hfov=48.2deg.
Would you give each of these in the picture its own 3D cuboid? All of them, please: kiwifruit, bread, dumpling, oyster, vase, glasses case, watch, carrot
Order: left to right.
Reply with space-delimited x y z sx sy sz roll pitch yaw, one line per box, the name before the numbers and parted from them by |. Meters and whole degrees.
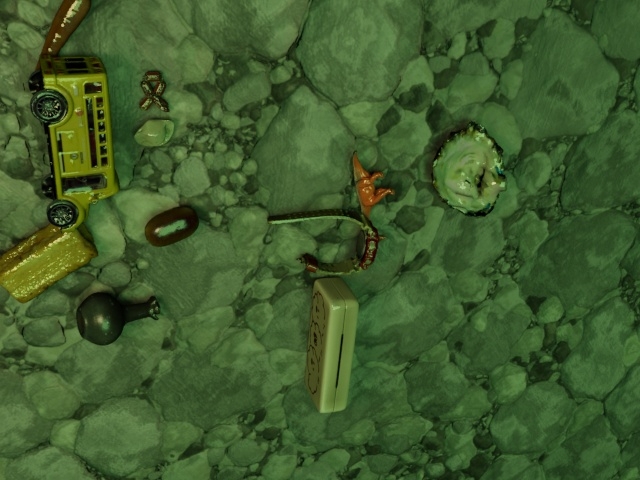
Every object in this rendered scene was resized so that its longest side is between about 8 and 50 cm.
bread | -0.583 0.037 1.517 0.210 0.083 0.114 -32 127 -3
carrot | -0.500 -0.385 1.362 0.048 0.048 0.216 27 108 -29
vase | -0.454 0.170 1.623 0.182 0.120 0.120 -9 119 -32
dumpling | -0.348 -0.226 1.501 0.052 0.057 0.076 35 71 5
kiwifruit | -0.330 -0.031 1.584 0.124 0.075 0.075 -28 122 -11
watch | 0.007 0.005 1.722 0.268 0.102 0.165 -3 119 -8
glasses case | 0.025 0.269 1.826 0.076 0.144 0.337 -4 116 -20
oyster | 0.377 -0.164 1.774 0.198 0.092 0.259 -43 113 4

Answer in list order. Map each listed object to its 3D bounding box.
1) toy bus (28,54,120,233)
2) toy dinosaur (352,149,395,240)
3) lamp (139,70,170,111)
toy bus | -0.477 -0.183 1.397 0.151 0.145 0.331 -9 124 -22
toy dinosaur | 0.128 -0.108 1.724 0.101 0.055 0.280 -15 122 19
lamp | -0.339 -0.306 1.466 0.063 0.031 0.083 -2 112 -20
